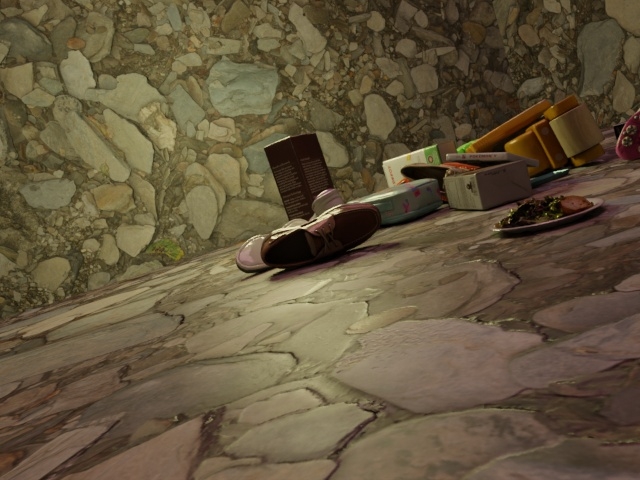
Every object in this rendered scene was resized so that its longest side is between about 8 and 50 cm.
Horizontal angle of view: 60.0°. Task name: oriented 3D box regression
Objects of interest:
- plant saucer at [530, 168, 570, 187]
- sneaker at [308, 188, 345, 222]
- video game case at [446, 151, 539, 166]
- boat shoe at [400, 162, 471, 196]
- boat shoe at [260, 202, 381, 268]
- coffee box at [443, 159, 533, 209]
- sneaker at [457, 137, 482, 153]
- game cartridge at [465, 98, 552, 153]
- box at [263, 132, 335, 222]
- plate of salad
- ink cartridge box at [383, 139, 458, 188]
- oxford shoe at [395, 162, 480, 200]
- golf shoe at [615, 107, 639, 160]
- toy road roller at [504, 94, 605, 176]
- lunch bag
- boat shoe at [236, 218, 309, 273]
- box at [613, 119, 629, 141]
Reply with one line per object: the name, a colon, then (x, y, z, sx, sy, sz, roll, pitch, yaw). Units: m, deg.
plant saucer: (0.643, -0.175, 1.628, 0.192, 0.018, 0.067, -18, 5, -24)
sneaker: (0.038, -0.042, 1.735, 0.114, 0.152, 0.305, -33, -15, -9)
video game case: (0.490, -0.228, 1.576, 0.183, 0.023, 0.201, 7, 5, 44)
boat shoe: (0.392, -0.193, 1.797, 0.285, 0.104, 0.089, 16, 13, 40)
boat shoe: (0.000, 0.000, 1.385, 0.324, 0.123, 0.116, -22, 11, 10)
coffee box: (0.446, -0.147, 1.507, 0.141, 0.098, 0.246, -15, 5, -5)
sneaker: (0.642, -0.341, 2.451, 0.483, 0.185, 0.202, -13, 11, 29)
game cartridge: (0.680, -0.366, 2.058, 0.324, 0.052, 0.285, -32, -15, 3)
box: (-0.054, -0.199, 2.082, 0.143, 0.381, 0.191, -14, 6, 33)
plate of salad: (0.402, -0.056, 1.001, 0.200, 0.048, 0.200, -17, 6, 2)
ink cartridge box: (0.396, -0.246, 2.123, 0.117, 0.201, 0.278, -20, 6, -39)
oxford shoe: (0.435, -0.193, 1.914, 0.133, 0.129, 0.364, -4, 0, -45)
golf shoe: (0.928, -0.345, 1.518, 0.306, 0.115, 0.140, -53, -14, 12)
toy road roller: (0.748, -0.313, 1.811, 0.241, 0.202, 0.329, -28, -2, 12)
lunch bag: (0.230, -0.111, 1.780, 0.279, 0.107, 0.224, -12, 9, 46)
boat shoe: (-0.132, 0.036, 1.638, 0.319, 0.116, 0.099, -33, -27, -48)
box: (1.176, -0.397, 1.867, 0.169, 0.087, 0.290, -20, 6, -28)
